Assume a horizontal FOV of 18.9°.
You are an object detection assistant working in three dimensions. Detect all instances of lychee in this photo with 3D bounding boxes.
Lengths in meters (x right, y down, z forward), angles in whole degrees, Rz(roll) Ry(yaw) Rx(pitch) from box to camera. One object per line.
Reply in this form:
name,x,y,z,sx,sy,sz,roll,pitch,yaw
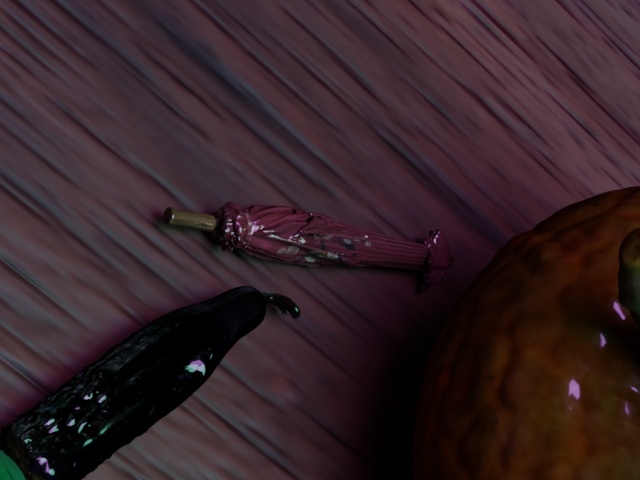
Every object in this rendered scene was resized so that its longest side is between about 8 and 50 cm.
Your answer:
lychee,0.166,0.093,0.833,0.255,0.300,0.255,1,51,-2

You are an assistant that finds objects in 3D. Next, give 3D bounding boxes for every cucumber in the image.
cucumber,-0.065,0.054,0.795,0.163,0.039,0.043,-38,123,-37

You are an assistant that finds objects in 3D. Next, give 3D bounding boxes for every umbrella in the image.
umbrella,0.000,0.000,0.873,0.165,0.025,0.027,8,50,-39

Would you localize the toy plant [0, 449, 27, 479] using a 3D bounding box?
toy plant,-0.118,0.135,0.669,0.105,0.200,0.143,-34,137,-13
